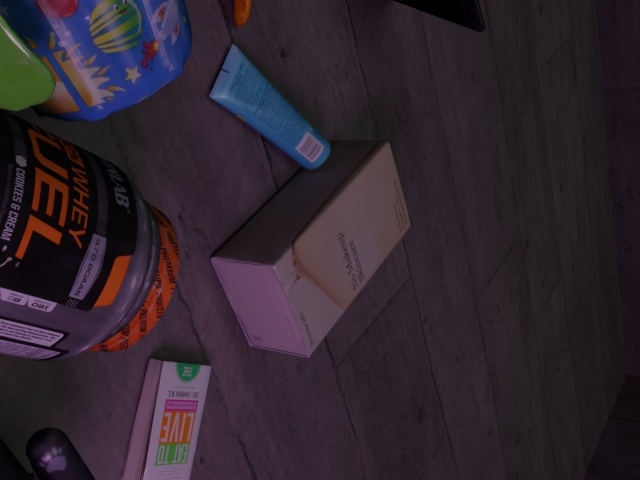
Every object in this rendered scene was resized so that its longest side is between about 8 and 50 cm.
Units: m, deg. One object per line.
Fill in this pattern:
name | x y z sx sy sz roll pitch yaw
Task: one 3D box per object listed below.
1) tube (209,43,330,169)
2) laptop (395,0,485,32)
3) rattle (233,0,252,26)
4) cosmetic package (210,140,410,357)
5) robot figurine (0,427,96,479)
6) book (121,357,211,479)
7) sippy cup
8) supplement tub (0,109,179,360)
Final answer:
tube | -0.065 -0.169 1.025 0.207 0.052 0.080 38 59 -44
laptop | 0.173 -0.579 1.146 0.236 0.408 0.382 -32 126 -8
rattle | -0.152 -0.352 0.891 0.199 0.142 0.130 -2 64 -39
cosmetic package | 0.000 0.000 1.080 0.309 0.113 0.160 -50 132 -39
robot figurine | -0.314 0.254 0.633 0.174 0.209 0.278 -74 148 -52
book | -0.183 0.220 0.927 0.096 0.035 0.144 22 76 -57
sippy cup | -0.222 -0.233 0.648 0.305 0.240 0.224 -50 139 -30
supplement tub | -0.278 -0.010 0.623 0.316 0.193 0.194 28 72 -53
